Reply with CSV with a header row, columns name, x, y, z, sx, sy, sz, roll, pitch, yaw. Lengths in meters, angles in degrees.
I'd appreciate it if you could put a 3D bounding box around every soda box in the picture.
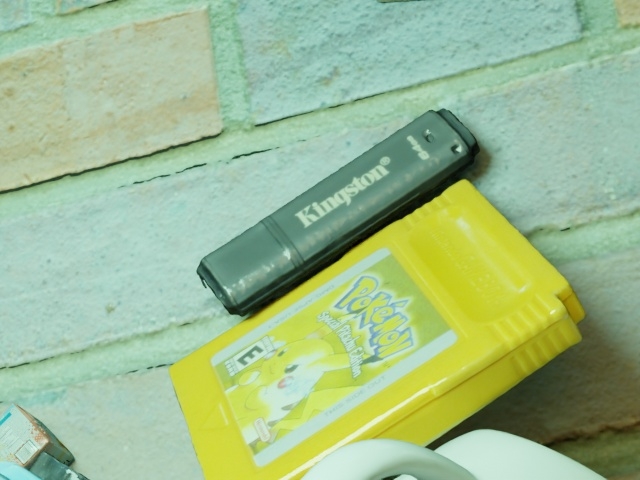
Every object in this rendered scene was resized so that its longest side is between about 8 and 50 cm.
name,x,y,z,sx,sy,sz,roll,pitch,yaw
soda box,-0.313,0.235,1.432,0.183,0.063,0.058,-45,63,-6

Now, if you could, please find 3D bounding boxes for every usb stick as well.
name,x,y,z,sx,sy,sz,roll,pitch,yaw
usb stick,0.016,-0.027,1.441,0.278,0.045,0.077,-33,45,-8

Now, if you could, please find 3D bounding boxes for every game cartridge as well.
name,x,y,z,sx,sy,sz,roll,pitch,yaw
game cartridge,0.036,0.090,1.313,0.324,0.052,0.285,-35,25,0

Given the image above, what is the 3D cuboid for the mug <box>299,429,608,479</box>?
name,x,y,z,sx,sy,sz,roll,pitch,yaw
mug,0.079,0.292,1.128,0.276,0.374,0.328,12,64,47

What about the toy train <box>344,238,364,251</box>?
name,x,y,z,sx,sy,sz,roll,pitch,yaw
toy train,0.000,0.000,1.470,0.083,0.017,0.023,-7,55,13

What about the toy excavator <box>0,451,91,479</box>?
name,x,y,z,sx,sy,sz,roll,pitch,yaw
toy excavator,-0.211,0.284,1.145,0.433,0.445,0.222,27,78,33

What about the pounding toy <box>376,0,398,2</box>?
name,x,y,z,sx,sy,sz,roll,pitch,yaw
pounding toy,0.084,-0.295,1.524,0.141,0.100,0.130,-2,67,15
